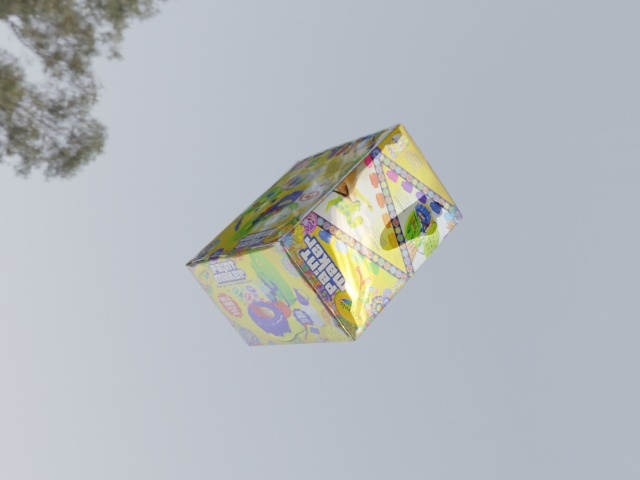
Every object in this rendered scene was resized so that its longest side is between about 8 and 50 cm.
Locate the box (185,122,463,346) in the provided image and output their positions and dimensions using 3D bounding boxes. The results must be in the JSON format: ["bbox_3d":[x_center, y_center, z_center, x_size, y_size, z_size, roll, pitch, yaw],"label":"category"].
[{"bbox_3d":[0.000,0.000,1.325,0.177,0.279,0.290,54,-31,-16],"label":"box"}]
